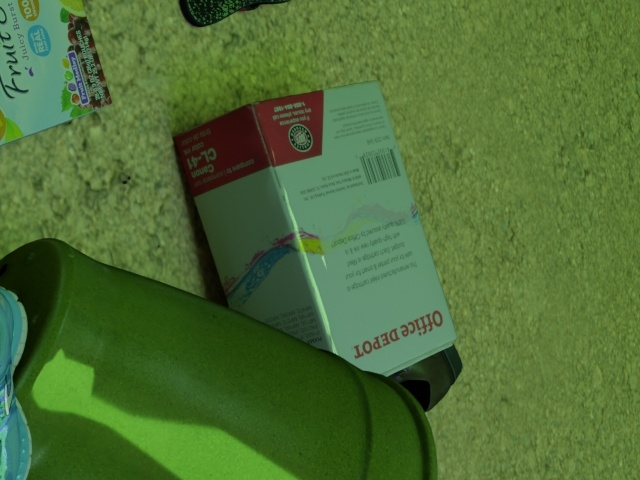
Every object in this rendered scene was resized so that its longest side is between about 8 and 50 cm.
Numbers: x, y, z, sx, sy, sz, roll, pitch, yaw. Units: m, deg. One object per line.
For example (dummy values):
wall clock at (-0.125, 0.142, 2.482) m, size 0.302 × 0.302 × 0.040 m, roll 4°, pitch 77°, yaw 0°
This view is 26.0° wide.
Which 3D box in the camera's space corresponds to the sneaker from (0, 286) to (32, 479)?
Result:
sneaker at (-0.238, 0.105, 0.947) m, size 0.073 × 0.063 × 0.162 m, roll 71°, pitch 13°, yaw -75°

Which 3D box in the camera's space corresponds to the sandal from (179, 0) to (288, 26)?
sandal at (-0.086, -0.279, 1.517) m, size 0.179 × 0.040 × 0.067 m, roll -27°, pitch 102°, yaw -34°

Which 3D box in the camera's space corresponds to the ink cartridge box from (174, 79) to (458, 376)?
ink cartridge box at (0.000, 0.000, 1.480) m, size 0.226 × 0.131 × 0.306 m, roll -16°, pitch 90°, yaw -52°

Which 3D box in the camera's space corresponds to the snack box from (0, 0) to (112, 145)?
snack box at (-0.290, -0.192, 1.221) m, size 0.174 × 0.070 × 0.207 m, roll -28°, pitch 107°, yaw -49°

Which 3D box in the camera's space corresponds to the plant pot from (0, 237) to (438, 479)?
plant pot at (-0.155, 0.187, 1.161) m, size 0.353 × 0.366 × 0.366 m, roll 37°, pitch 57°, yaw -29°

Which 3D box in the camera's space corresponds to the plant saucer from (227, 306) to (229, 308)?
plant saucer at (-0.065, 0.166, 1.487) m, size 0.199 × 0.036 × 0.198 m, roll 7°, pitch 81°, yaw -51°

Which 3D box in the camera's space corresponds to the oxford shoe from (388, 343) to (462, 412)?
oxford shoe at (0.095, 0.120, 1.657) m, size 0.227 × 0.083 × 0.096 m, roll 55°, pitch 51°, yaw -30°
